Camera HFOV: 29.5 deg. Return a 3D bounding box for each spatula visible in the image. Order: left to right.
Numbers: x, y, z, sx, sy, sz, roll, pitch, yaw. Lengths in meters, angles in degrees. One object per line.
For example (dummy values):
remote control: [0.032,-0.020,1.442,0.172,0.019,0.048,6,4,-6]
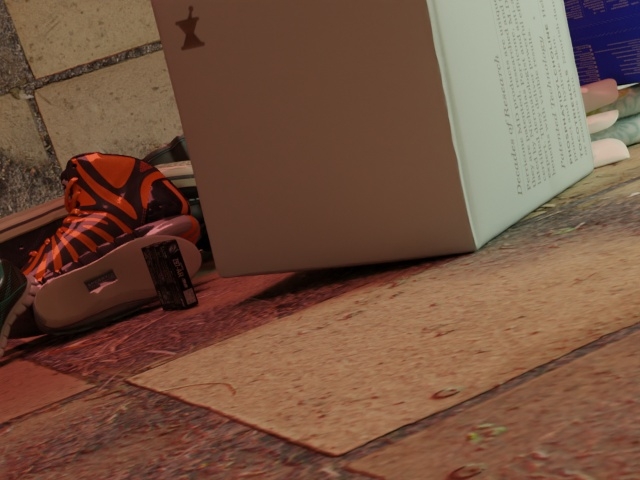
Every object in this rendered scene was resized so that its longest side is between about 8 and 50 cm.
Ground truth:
spatula: [0.279,-0.131,1.606,0.242,0.019,0.168,-16,47,20]

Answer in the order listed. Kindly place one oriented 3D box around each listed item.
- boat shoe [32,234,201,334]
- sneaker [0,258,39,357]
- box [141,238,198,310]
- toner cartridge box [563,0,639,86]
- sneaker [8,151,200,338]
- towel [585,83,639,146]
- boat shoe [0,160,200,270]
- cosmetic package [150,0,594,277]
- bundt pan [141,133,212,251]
boat shoe: [-0.264,0.059,1.564,0.227,0.079,0.081,-21,-16,-25]
sneaker: [-0.413,0.092,1.486,0.065,0.076,0.166,-5,47,31]
box: [-0.182,0.042,1.468,0.018,0.083,0.067,-23,7,-32]
toner cartridge box: [0.406,-0.300,1.690,0.075,0.165,0.348,-20,9,-14]
sneaker: [-0.339,-0.001,1.655,0.321,0.180,0.124,-28,-21,-18]
towel: [0.415,-0.187,1.784,0.374,0.090,0.320,-18,5,2]
boat shoe: [-0.354,0.001,1.829,0.500,0.156,0.187,-21,3,6]
cosmetic package: [0.077,-0.175,1.388,0.329,0.327,0.393,-6,11,32]
bundt pan: [-0.159,-0.082,2.028,0.331,0.124,0.331,-24,-15,-7]
